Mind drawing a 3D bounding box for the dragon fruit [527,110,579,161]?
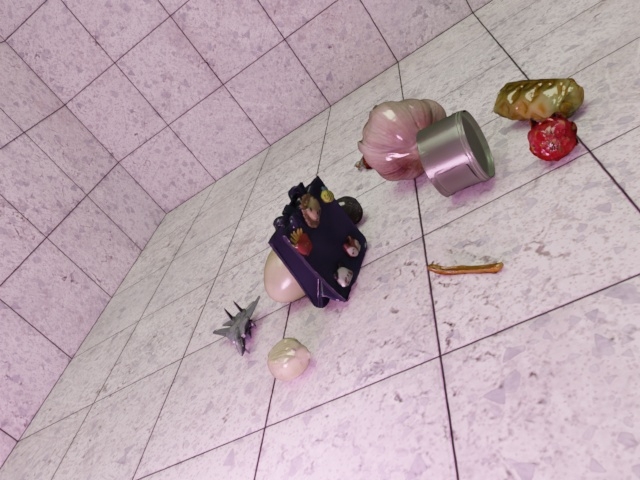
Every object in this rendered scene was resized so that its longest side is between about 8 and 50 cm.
[{"bbox_3d":[0.637,-0.280,1.470,0.133,0.136,0.166,-4,1,5],"label":"dragon fruit"}]

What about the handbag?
[{"bbox_3d":[0.000,0.000,1.622,0.121,0.329,0.303,-18,31,32],"label":"handbag"}]

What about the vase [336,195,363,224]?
[{"bbox_3d":[0.085,-0.066,1.904,0.120,0.120,0.183,-16,50,42],"label":"vase"}]

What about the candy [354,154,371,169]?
[{"bbox_3d":[0.247,-0.353,2.226,0.292,0.059,0.086,-18,30,37],"label":"candy"}]

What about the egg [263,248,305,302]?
[{"bbox_3d":[-0.086,0.089,1.755,0.188,0.188,0.254,-5,48,52],"label":"egg"}]

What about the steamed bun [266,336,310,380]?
[{"bbox_3d":[-0.085,0.327,1.449,0.112,0.091,0.130,-46,21,-28],"label":"steamed bun"}]

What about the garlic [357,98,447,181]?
[{"bbox_3d":[0.298,-0.348,1.864,0.321,0.322,0.241,-25,55,29],"label":"garlic"}]

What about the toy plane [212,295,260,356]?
[{"bbox_3d":[-0.258,0.306,1.758,0.212,0.088,0.267,-38,32,5],"label":"toy plane"}]

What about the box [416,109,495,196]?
[{"bbox_3d":[0.410,-0.263,1.625,0.149,0.226,0.226,-23,28,32],"label":"box"}]

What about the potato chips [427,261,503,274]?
[{"bbox_3d":[0.363,0.070,1.344,0.204,0.037,0.026,-3,52,45],"label":"potato chips"}]

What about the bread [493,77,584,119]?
[{"bbox_3d":[0.684,-0.436,1.668,0.152,0.130,0.267,-40,24,-14],"label":"bread"}]
